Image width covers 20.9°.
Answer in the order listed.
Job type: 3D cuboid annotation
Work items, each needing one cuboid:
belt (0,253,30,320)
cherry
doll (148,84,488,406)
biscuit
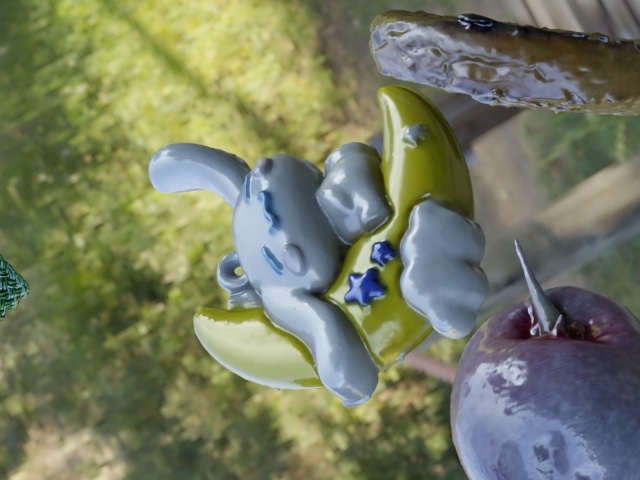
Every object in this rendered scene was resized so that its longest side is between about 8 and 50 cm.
[{"bbox_3d":[-0.373,0.032,1.775,0.151,0.079,0.121,30,160,41],"label":"belt"},{"bbox_3d":[0.201,0.146,1.429,0.213,0.184,0.266,-50,-55,-57],"label":"cherry"},{"bbox_3d":[0.000,0.000,1.259,0.111,0.237,0.252,29,-141,-59],"label":"doll"},{"bbox_3d":[0.180,-0.145,1.448,0.296,0.296,0.075,-151,67,-68],"label":"biscuit"}]
